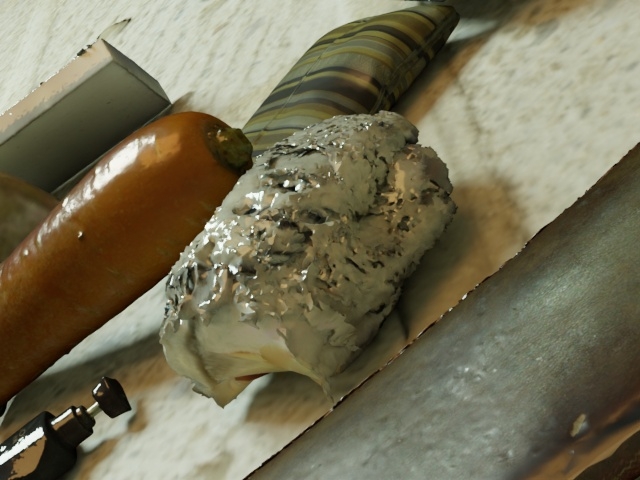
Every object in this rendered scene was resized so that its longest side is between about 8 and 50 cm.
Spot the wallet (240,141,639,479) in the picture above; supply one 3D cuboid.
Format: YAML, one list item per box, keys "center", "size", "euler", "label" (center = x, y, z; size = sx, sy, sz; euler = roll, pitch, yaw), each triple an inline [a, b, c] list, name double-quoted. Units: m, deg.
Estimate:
- center: [0.065, 0.050, 0.449]
  size: [0.255, 0.031, 0.137]
  euler: [-39, 24, -1]
  label: "wallet"

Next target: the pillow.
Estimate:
- center: [-0.016, -0.055, 0.739]
  size: [0.113, 0.038, 0.203]
  euler: [-2, 43, 51]
  label: "pillow"

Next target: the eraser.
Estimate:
- center: [-0.187, -0.075, 0.959]
  size: [0.150, 0.023, 0.104]
  euler: [-36, -18, 6]
  label: "eraser"

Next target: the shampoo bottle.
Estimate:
- center: [-0.149, 0.112, 0.642]
  size: [0.137, 0.027, 0.048]
  euler: [-37, 24, 2]
  label: "shampoo bottle"

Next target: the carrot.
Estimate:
- center: [-0.116, 0.011, 0.684]
  size: [0.225, 0.067, 0.067]
  euler: [-40, 21, 28]
  label: "carrot"

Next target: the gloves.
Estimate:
- center: [-0.003, -0.003, 0.587]
  size: [0.114, 0.070, 0.153]
  euler: [-14, 32, 44]
  label: "gloves"

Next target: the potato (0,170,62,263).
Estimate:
- center: [-0.318, 0.002, 0.876]
  size: [0.264, 0.189, 0.211]
  euler: [-41, 24, -7]
  label: "potato"
